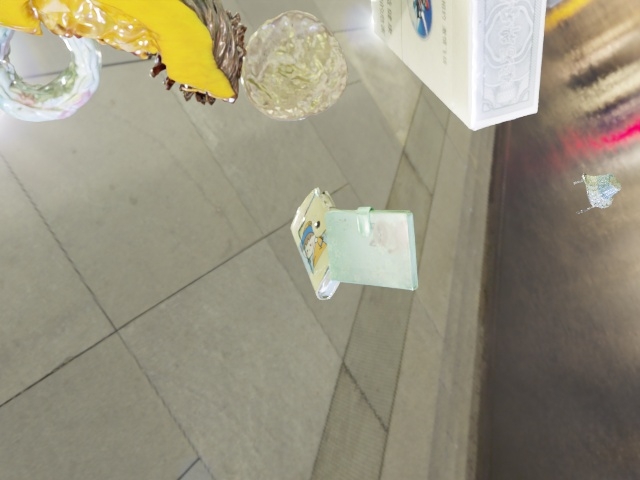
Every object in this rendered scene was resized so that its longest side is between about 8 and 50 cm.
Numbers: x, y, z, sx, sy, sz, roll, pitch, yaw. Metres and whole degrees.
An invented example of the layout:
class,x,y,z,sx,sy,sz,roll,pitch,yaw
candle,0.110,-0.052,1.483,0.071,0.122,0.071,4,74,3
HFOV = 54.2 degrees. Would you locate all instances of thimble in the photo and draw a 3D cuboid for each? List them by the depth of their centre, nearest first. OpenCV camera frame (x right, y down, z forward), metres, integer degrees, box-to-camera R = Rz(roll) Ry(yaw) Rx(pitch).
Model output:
class,x,y,z,sx,sy,sz,roll,pitch,yaw
thimble,-0.454,-0.308,1.010,0.149,0.185,0.211,-126,-151,-60

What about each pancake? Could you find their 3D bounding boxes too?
class,x,y,z,sx,sy,sz,roll,pitch,yaw
pancake,-0.054,-0.370,1.351,0.242,0.242,0.050,57,-5,-4

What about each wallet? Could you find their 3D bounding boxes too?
class,x,y,z,sx,sy,sz,roll,pitch,yaw
wallet,0.000,0.000,0.979,0.039,0.110,0.155,8,37,-29

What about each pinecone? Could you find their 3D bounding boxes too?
class,x,y,z,sx,sy,sz,roll,pitch,yaw
pinecone,-0.209,-0.305,1.024,0.163,0.165,0.163,7,90,-84

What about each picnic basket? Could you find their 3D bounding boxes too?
class,x,y,z,sx,sy,sz,roll,pitch,yaw
picnic basket,0.497,-0.091,1.135,0.083,0.083,0.065,14,60,-31

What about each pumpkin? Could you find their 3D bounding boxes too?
class,x,y,z,sx,sy,sz,roll,pitch,yaw
pumpkin,-0.145,-0.225,0.563,0.278,0.163,0.111,11,83,-40

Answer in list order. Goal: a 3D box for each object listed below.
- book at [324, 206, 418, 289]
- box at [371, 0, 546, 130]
class,x,y,z,sx,sy,sz,roll,pitch,yaw
book,0.062,0.008,0.807,0.017,0.135,0.103,-16,104,-46
box,0.116,-0.239,0.592,0.256,0.069,0.164,-114,-170,-50
